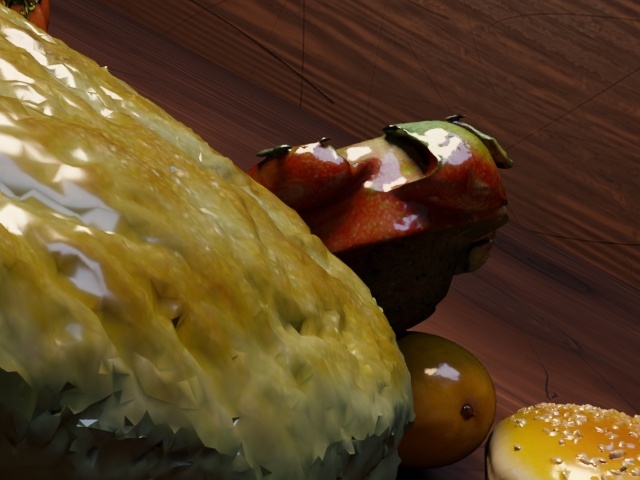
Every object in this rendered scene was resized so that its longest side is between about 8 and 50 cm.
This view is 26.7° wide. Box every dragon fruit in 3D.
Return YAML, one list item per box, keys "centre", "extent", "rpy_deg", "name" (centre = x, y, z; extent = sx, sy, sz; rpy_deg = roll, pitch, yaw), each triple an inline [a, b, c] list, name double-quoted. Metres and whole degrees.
- centre: [0.000, 0.000, 0.880]
  extent: [0.268, 0.130, 0.295]
  rpy_deg: [-19, 3, -28]
  name: "dragon fruit"

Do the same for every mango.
- centre: [0.052, 0.098, 0.871]
  extent: [0.102, 0.085, 0.184]
  rpy_deg: [4, 1, -15]
  name: "mango"

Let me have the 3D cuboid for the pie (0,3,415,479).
- centre: [-0.147, 0.002, 0.527]
  extent: [0.395, 0.180, 0.418]
  rpy_deg: [29, 5, -27]
  name: "pie"

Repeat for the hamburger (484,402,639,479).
- centre: [0.179, 0.159, 0.798]
  extent: [0.173, 0.116, 0.210]
  rpy_deg: [25, 10, 3]
  name: "hamburger"

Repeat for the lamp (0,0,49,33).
- centre: [-0.315, -0.194, 1.065]
  extent: [0.223, 0.196, 0.223]
  rpy_deg: [49, 27, -37]
  name: "lamp"
